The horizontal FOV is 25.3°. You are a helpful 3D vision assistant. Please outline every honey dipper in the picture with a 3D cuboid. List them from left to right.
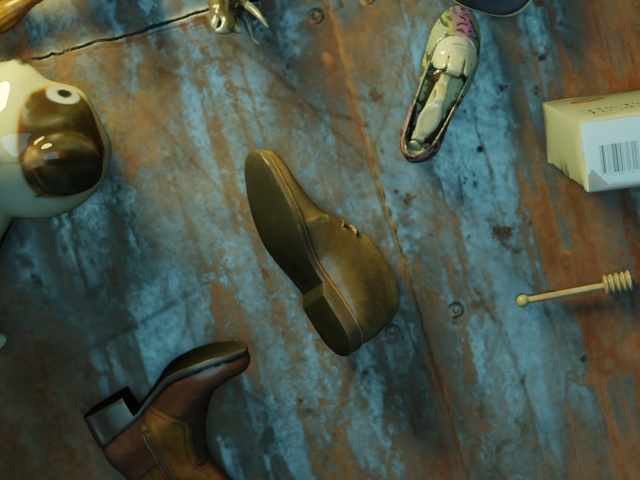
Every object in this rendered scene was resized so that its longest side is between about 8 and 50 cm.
[{"bbox_3d":[0.354,0.071,1.995,0.160,0.030,0.030,-11,100,6],"label":"honey dipper"}]

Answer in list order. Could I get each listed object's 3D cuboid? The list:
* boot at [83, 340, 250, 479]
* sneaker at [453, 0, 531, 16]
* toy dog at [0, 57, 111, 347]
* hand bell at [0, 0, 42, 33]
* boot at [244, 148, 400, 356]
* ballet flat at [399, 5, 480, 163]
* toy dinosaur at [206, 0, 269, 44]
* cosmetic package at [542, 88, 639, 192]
[{"bbox_3d":[-0.155,0.304,1.994,0.264,0.096,0.280,-31,99,4],"label":"boot"},{"bbox_3d":[0.131,-0.395,1.829,0.350,0.148,0.131,35,116,-10],"label":"sneaker"},{"bbox_3d":[-0.463,-0.061,1.839,0.408,0.284,0.395,-35,99,3],"label":"toy dog"},{"bbox_3d":[-0.367,-0.334,1.894,0.242,0.126,0.126,-28,99,17],"label":"hand bell"},{"bbox_3d":[0.000,0.000,1.959,0.115,0.112,0.305,-31,95,-26],"label":"boot"},{"bbox_3d":[0.163,-0.206,1.917,0.077,0.079,0.221,20,99,-3],"label":"ballet flat"},{"bbox_3d":[-0.130,-0.427,1.875,0.160,0.121,0.313,10,95,-14],"label":"toy dinosaur"},{"bbox_3d":[0.494,-0.148,1.827,0.377,0.284,0.097,-8,98,0],"label":"cosmetic package"}]
